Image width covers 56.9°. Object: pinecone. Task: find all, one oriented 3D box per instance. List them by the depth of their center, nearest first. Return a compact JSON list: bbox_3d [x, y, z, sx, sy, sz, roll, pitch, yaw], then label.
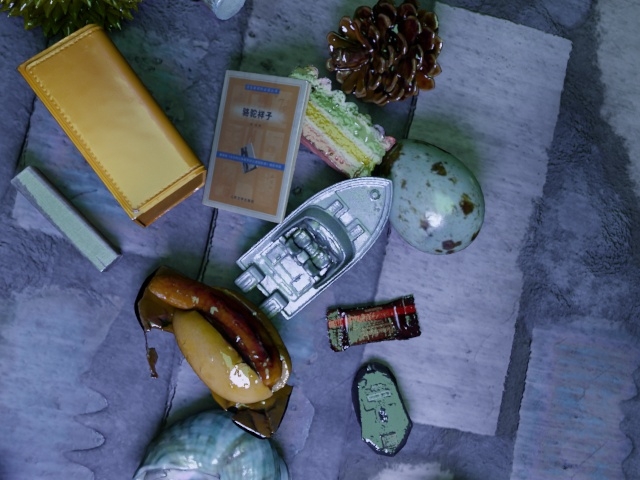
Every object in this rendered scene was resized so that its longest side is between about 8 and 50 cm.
[{"bbox_3d":[0.105,-0.328,1.046,0.212,0.169,0.186,-29,80,-22],"label":"pinecone"}]

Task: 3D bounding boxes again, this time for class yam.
[{"bbox_3d":[-0.213,-0.476,1.040,0.078,0.078,0.179,-42,97,-8],"label":"yam"}]

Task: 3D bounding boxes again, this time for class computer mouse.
[{"bbox_3d":[0.109,0.310,1.091,0.098,0.057,0.172,-12,79,-8],"label":"computer mouse"}]

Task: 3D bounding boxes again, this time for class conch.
[{"bbox_3d":[-0.159,0.392,0.990,0.277,0.195,0.220,23,110,-31],"label":"conch"}]

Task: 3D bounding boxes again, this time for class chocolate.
[{"bbox_3d":[0.098,0.156,1.105,0.182,0.028,0.086,-10,83,-11],"label":"chocolate"}]

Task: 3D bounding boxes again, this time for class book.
[{"bbox_3d":[-0.114,-0.163,1.016,0.170,0.018,0.242,14,97,24],"label":"book"}]

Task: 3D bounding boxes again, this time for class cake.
[{"bbox_3d":[0.018,-0.203,1.059,0.225,0.090,0.109,41,84,-2],"label":"cake"}]

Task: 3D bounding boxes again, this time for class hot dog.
[{"bbox_3d":[-0.163,0.157,0.957,0.326,0.107,0.194,35,40,-3],"label":"hot dog"}]

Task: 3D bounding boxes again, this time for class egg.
[{"bbox_3d":[0.191,-0.081,1.055,0.169,0.169,0.231,-34,78,-9],"label":"egg"}]

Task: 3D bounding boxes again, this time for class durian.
[{"bbox_3d":[-0.475,-0.462,0.957,0.394,0.163,0.198,22,83,-3],"label":"durian"}]

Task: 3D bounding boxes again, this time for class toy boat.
[{"bbox_3d":[0.000,0.000,1.021,0.319,0.092,0.141,-41,95,9],"label":"toy boat"}]

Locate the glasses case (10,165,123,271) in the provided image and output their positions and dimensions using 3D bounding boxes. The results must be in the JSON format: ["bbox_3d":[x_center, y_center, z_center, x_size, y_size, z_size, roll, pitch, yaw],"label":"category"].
[{"bbox_3d":[-0.422,-0.034,0.995,0.047,0.071,0.205,-45,96,-11],"label":"glasses case"}]

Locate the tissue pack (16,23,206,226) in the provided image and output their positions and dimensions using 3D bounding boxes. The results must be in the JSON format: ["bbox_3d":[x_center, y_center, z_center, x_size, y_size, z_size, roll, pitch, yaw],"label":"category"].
[{"bbox_3d":[-0.321,-0.173,0.958,0.145,0.194,0.275,-36,96,-13],"label":"tissue pack"}]
